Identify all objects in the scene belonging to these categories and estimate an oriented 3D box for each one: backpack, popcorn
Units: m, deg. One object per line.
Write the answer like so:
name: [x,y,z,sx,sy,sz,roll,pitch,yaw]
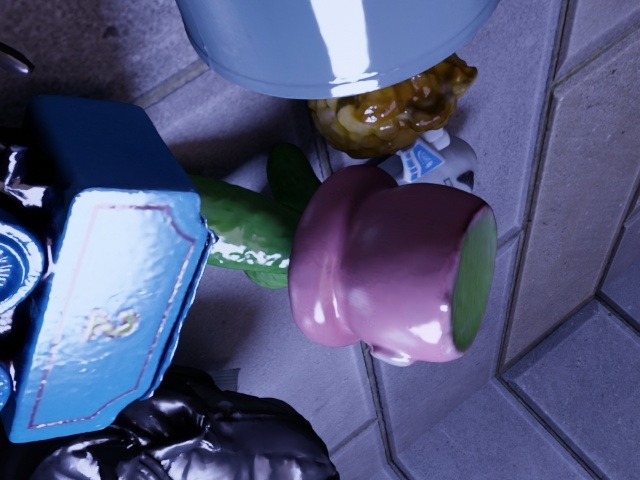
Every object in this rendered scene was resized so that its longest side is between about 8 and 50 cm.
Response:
backpack: [-0.192,0.317,0.922,0.445,0.255,0.363,12,121,-31]
popcorn: [0.076,-0.166,0.799,0.180,0.180,0.170,-22,149,-32]

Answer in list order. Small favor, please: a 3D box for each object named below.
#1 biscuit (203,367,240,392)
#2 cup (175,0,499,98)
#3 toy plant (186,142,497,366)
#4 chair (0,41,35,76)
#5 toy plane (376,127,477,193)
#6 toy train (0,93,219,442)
biscuit: [-0.263,0.311,1.108,0.309,0.079,0.186,-49,152,13]
cup: [0.019,-0.296,0.445,0.331,0.257,0.311,-16,147,4]
toy plant: [0.004,0.005,0.806,0.317,0.356,0.211,26,83,-62]
chair: [-0.288,-0.187,0.355,0.319,0.186,0.160,25,116,-23]
toy plane: [0.121,-0.060,1.043,0.267,0.122,0.267,-33,150,-22]
toy train: [-0.245,0.025,0.626,0.265,0.188,0.300,0,129,-38]
